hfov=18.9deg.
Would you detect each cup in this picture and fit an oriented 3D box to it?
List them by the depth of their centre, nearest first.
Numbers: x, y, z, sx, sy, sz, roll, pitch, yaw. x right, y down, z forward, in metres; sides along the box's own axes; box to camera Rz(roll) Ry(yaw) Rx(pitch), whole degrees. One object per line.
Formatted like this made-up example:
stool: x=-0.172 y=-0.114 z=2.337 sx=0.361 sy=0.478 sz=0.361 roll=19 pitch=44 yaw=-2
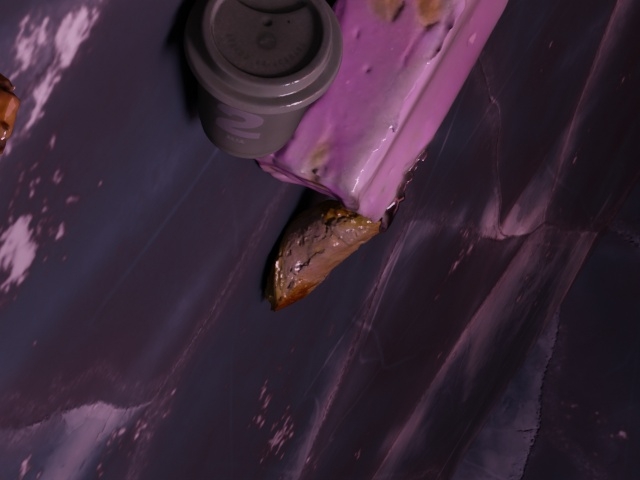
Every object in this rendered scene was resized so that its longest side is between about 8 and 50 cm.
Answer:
cup: x=-0.050 y=-0.129 z=1.467 sx=0.120 sy=0.120 sz=0.141 roll=-54 pitch=175 yaw=-24

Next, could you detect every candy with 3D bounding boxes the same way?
candy: x=0.059 y=-0.152 z=1.707 sx=0.265 sy=0.116 sz=0.155 roll=-61 pitch=162 yaw=-2

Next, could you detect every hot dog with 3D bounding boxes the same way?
hot dog: x=-0.001 y=-0.001 z=1.863 sx=0.169 sy=0.061 sz=0.078 roll=-40 pitch=162 yaw=20

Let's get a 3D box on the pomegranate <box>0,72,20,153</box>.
pomegranate: x=-0.241 y=-0.066 z=0.794 sx=0.248 sy=0.248 sz=0.248 roll=-52 pitch=161 yaw=-27
